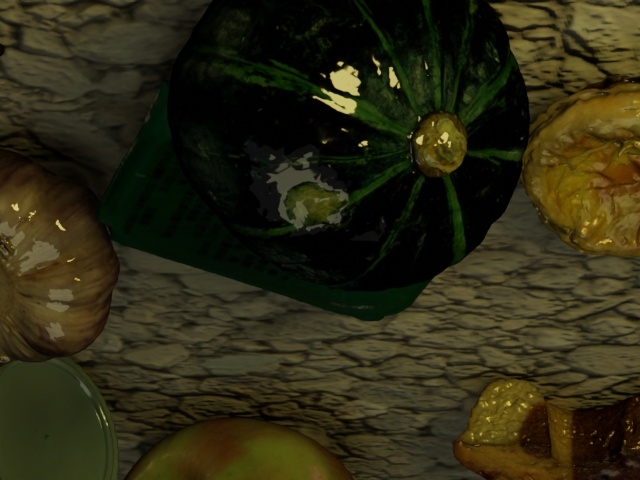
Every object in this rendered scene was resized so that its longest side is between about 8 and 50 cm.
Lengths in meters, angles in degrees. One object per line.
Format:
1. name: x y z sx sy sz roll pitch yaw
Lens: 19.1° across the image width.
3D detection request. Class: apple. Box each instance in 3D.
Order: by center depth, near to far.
1. apple: -0.095 0.375 2.347 0.319 0.319 0.277 -15 145 31

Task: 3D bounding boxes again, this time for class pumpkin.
1. pumpkin: 0.036 -0.100 1.603 0.315 0.315 0.238 31 173 -30

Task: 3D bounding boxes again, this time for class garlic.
1. garlic: -0.314 0.010 1.981 0.245 0.160 0.245 12 122 20

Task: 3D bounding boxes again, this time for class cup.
1. cup: -0.432 0.308 2.308 0.311 0.331 0.257 -23 145 35

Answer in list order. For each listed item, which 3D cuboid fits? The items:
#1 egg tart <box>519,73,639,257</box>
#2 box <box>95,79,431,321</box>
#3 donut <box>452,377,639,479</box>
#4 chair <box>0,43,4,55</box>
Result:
1. egg tart: 0.294 -0.076 1.761 0.241 0.106 0.241 4 144 3
2. box: -0.029 -0.057 1.862 0.336 0.106 0.264 18 146 -15
3. donut: 0.310 0.236 2.221 0.295 0.112 0.151 4 149 10
4. chair: -0.363 -0.210 1.718 0.140 0.221 0.145 8 104 3
